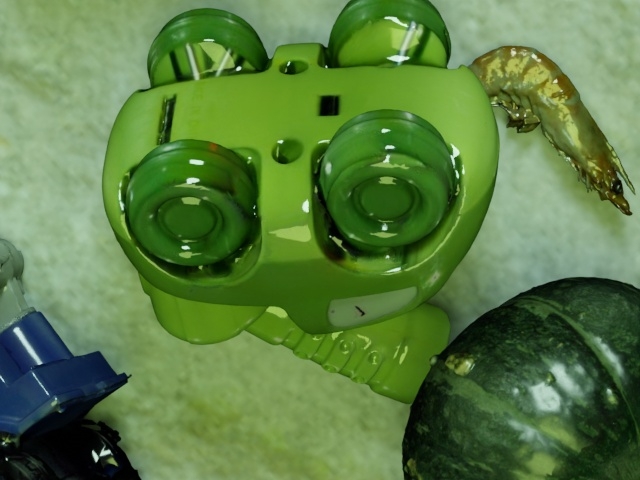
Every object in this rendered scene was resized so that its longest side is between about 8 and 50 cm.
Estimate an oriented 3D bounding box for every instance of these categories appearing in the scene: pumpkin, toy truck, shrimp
[{"bbox_3d":[0.129,0.111,0.969,0.146,0.190,0.190,39,108,34],"label":"pumpkin"},{"bbox_3d":[-0.208,0.117,0.994,0.213,0.161,0.177,-36,84,11],"label":"toy truck"},{"bbox_3d":[-0.016,-0.011,0.955,0.187,0.148,0.210,7,133,-5],"label":"toy truck"},{"bbox_3d":[0.108,-0.044,0.997,0.083,0.023,0.114,-40,97,14],"label":"shrimp"}]
